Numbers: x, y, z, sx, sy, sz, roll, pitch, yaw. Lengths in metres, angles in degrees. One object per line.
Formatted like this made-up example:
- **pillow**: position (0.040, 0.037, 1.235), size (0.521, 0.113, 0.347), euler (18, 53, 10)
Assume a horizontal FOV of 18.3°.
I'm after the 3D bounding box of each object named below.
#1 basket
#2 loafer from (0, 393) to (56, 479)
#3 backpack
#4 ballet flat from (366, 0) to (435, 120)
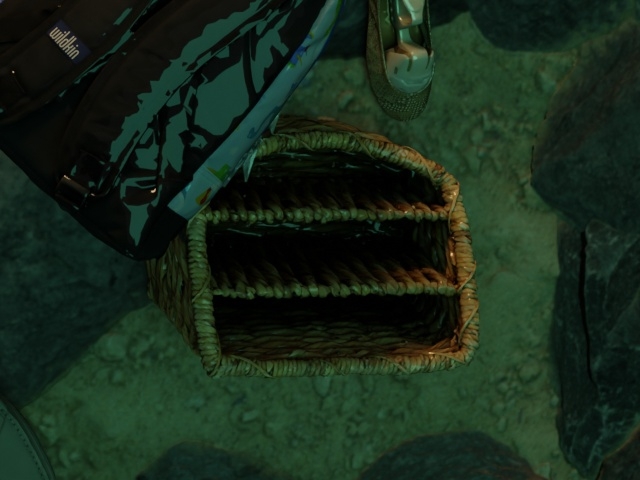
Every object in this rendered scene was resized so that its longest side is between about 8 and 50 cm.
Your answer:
- **basket**: position (0.000, 0.000, 1.957), size (0.299, 0.223, 0.213), euler (1, 108, -21)
- **loafer**: position (-0.367, 0.171, 1.932), size (0.112, 0.111, 0.319), euler (-43, 118, -3)
- **backpack**: position (-0.132, -0.199, 1.817), size (0.290, 0.273, 0.355), euler (40, 101, 9)
- **ballet flat**: position (0.083, -0.211, 2.002), size (0.073, 0.067, 0.206), euler (-17, 114, -16)
